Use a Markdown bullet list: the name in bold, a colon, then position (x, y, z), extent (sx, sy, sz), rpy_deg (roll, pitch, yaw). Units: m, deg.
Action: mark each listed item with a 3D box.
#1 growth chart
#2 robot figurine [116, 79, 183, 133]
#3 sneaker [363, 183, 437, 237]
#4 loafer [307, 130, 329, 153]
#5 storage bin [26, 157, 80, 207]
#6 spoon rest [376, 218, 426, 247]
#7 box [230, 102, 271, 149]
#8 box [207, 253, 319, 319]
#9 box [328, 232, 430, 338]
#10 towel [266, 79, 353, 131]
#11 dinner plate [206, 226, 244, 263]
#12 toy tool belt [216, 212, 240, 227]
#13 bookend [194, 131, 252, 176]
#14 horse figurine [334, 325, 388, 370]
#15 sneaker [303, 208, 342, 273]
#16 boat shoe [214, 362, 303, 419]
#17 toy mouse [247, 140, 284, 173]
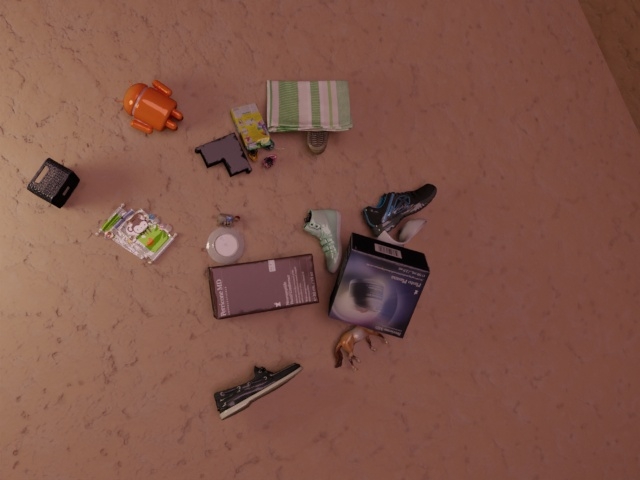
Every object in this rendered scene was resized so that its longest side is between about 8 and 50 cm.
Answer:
- **growth chart**: position (-0.647, -0.028, 1.811), extent (0.237, 0.021, 0.171), rpy_deg (33, 76, -13)
- **robot figurine**: position (-0.599, -0.474, 1.806), extent (0.220, 0.158, 0.128), rpy_deg (28, 38, -13)
- **sneaker**: position (0.329, -0.155, 2.069), extent (0.341, 0.125, 0.139), rpy_deg (-34, 91, -19)
- **loafer**: position (-0.008, -0.454, 2.008), extent (0.102, 0.092, 0.268), rpy_deg (9, 66, 1)
- **storage bin**: position (-0.872, -0.185, 1.670), extent (0.084, 0.180, 0.122), rpy_deg (31, 77, -12)
- **spoon rest**: position (0.335, -0.019, 2.019), extent (0.277, 0.137, 0.084), rpy_deg (-18, 63, -47)
- **box**: position (-0.262, -0.427, 1.932), extent (0.105, 0.043, 0.179), rpy_deg (-19, 77, -18)
- **box**: position (-0.210, 0.164, 1.871), extent (0.382, 0.143, 0.190), rpy_deg (-8, 88, -16)
- **box**: position (0.212, 0.168, 1.890), extent (0.297, 0.182, 0.293), rpy_deg (16, 112, -2)
- **towel**: position (-0.045, -0.525, 1.966), extent (0.325, 0.038, 0.247), rpy_deg (-2, 65, -5)
- **dinner plate**: position (-0.353, 0.018, 1.901), extent (0.141, 0.017, 0.141), rpy_deg (2, 84, -17)
- **toy tool belt**: position (-0.345, -0.070, 1.898), extent (0.084, 0.052, 0.051), rpy_deg (7, 115, -13)
- **bookend**: position (-0.361, -0.297, 1.893), extent (0.156, 0.072, 0.157), rpy_deg (-27, 95, -16)
- **horse figurine**: position (0.149, 0.393, 2.000), extent (0.263, 0.066, 0.174), rpy_deg (-35, 102, -19)
- **sneaker**: position (0.000, 0.000, 1.968), extent (0.151, 0.094, 0.255), rpy_deg (5, 74, -22)
- **boat shoe**: position (-0.229, 0.516, 1.848), extent (0.340, 0.127, 0.113), rpy_deg (-28, 71, -15)
- **toy mouse**: position (-0.207, -0.336, 1.960), extent (0.143, 0.031, 0.160), rpy_deg (-19, 81, -16)
